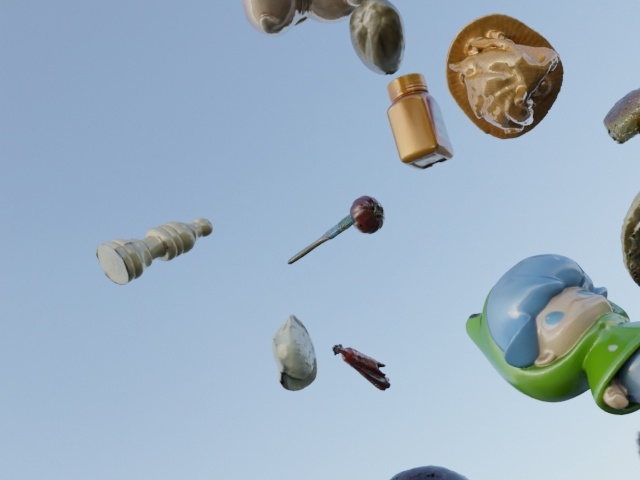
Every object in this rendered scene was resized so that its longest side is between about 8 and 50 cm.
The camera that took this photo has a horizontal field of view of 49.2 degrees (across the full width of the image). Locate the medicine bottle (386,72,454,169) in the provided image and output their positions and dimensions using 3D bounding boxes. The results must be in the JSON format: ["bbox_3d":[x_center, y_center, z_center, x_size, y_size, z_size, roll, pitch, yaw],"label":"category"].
[{"bbox_3d":[0.246,-0.302,1.775,0.112,0.222,0.149,-20,-13,26],"label":"medicine bottle"}]

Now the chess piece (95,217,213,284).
[{"bbox_3d":[-0.428,0.008,1.877,0.307,0.124,0.138,-27,0,-39],"label":"chess piece"}]

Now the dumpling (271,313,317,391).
[{"bbox_3d":[-0.064,0.290,1.793,0.092,0.177,0.150,-30,-25,26],"label":"dumpling"}]

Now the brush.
[{"bbox_3d":[0.000,0.000,1.685,0.196,0.070,0.021,-34,-78,5],"label":"brush"}]

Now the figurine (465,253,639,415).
[{"bbox_3d":[0.277,0.108,0.735,0.162,0.263,0.143,-35,-58,-21],"label":"figurine"}]

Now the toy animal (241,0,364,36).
[{"bbox_3d":[-0.011,-0.573,1.471,0.246,0.345,0.278,12,-66,15],"label":"toy animal"}]

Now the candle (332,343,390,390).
[{"bbox_3d":[0.130,0.395,2.211,0.059,0.084,0.301,-20,-40,34],"label":"candle"}]

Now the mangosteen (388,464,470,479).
[{"bbox_3d":[0.199,0.543,1.266,0.231,0.231,0.289,-44,-1,19],"label":"mangosteen"}]

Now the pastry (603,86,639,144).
[{"bbox_3d":[0.742,-0.300,1.658,0.153,0.081,0.153,-43,3,3],"label":"pastry"}]

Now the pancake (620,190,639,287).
[{"bbox_3d":[0.797,-0.012,1.406,0.386,0.082,0.387,6,-55,9],"label":"pancake"}]

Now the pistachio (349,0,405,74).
[{"bbox_3d":[0.118,-0.406,1.404,0.108,0.126,0.186,-5,-38,13],"label":"pistachio"}]

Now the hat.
[{"bbox_3d":[0.348,-0.273,1.287,0.233,0.233,0.245,9,-65,4],"label":"hat"}]

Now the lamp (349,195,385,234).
[{"bbox_3d":[0.120,-0.065,1.784,0.101,0.101,0.090,11,-18,-39],"label":"lamp"}]
